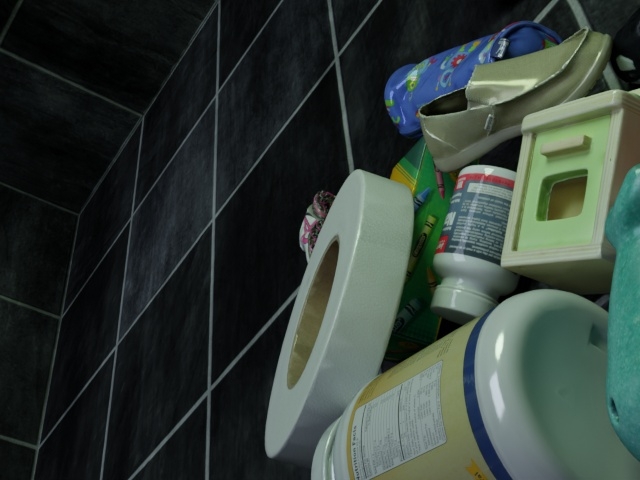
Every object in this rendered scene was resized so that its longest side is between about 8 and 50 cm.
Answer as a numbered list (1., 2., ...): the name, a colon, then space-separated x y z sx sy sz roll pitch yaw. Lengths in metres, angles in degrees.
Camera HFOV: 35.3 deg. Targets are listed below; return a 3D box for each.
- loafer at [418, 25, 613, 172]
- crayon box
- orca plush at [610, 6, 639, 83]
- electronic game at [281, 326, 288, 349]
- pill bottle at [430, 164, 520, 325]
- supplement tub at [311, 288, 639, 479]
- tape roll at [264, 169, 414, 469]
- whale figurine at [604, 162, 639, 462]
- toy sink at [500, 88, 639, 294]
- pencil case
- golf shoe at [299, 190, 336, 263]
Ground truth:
1. loafer: 0.219 -0.174 1.191 0.268 0.092 0.102 -33 20 35
2. crayon box: 0.123 0.013 1.346 0.165 0.081 0.278 132 155 -71
3. orca plush: 0.397 -0.243 1.048 0.287 0.102 0.151 3 71 64
4. electronic game: 0.003 0.146 1.559 0.229 0.048 0.229 -45 32 39
5. pill bottle: 0.196 0.010 1.218 0.108 0.108 0.180 -8 61 62
6. supplement tub: 0.155 0.206 0.979 0.316 0.228 0.228 -39 35 45
7. tape roll: 0.020 0.100 1.298 0.392 0.072 0.392 -162 90 -83
8. whale figurine: 0.286 0.074 0.829 0.216 0.141 0.272 82 170 -67
9. toy sink: 0.294 -0.072 1.043 0.153 0.131 0.234 -8 66 62
10. pencil case: 0.204 -0.209 1.384 0.133 0.119 0.306 -50 18 -20
11. golf shoe: 0.000 0.000 1.681 0.086 0.067 0.186 -57 14 33
